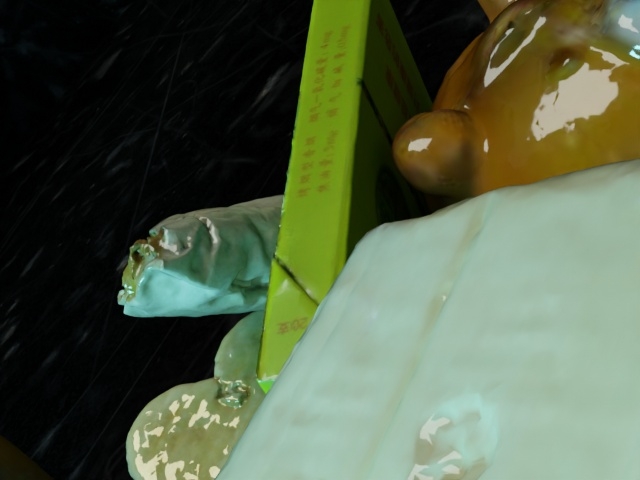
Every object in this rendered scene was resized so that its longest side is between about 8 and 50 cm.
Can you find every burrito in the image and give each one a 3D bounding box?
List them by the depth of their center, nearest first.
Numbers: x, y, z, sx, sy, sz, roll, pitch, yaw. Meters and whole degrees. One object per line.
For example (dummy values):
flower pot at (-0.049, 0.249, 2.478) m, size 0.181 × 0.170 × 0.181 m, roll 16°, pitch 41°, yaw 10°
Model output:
burrito at (0.000, 0.000, 0.929) m, size 0.117 × 0.076 × 0.392 m, roll -6°, pitch 4°, yaw 42°

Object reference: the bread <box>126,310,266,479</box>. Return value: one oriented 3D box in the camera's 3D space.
bread at (0.006, 0.161, 0.805) m, size 0.315 × 0.054 × 0.316 m, roll -13°, pitch 47°, yaw 14°

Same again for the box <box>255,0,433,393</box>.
box at (0.034, 0.001, 0.770) m, size 0.047 × 0.187 × 0.335 m, roll -11°, pitch 45°, yaw 18°

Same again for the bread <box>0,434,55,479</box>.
bread at (-0.317, 0.265, 0.939) m, size 0.253 × 0.376 × 0.348 m, roll -42°, pitch 21°, yaw 10°

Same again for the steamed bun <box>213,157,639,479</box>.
steamed bun at (0.113, 0.194, 0.410) m, size 0.371 × 0.290 × 0.456 m, roll -60°, pitch 24°, yaw -16°

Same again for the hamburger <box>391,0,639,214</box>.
hamburger at (0.185, -0.067, 0.781) m, size 0.276 × 0.237 × 0.276 m, roll -40°, pitch 25°, yaw 23°
